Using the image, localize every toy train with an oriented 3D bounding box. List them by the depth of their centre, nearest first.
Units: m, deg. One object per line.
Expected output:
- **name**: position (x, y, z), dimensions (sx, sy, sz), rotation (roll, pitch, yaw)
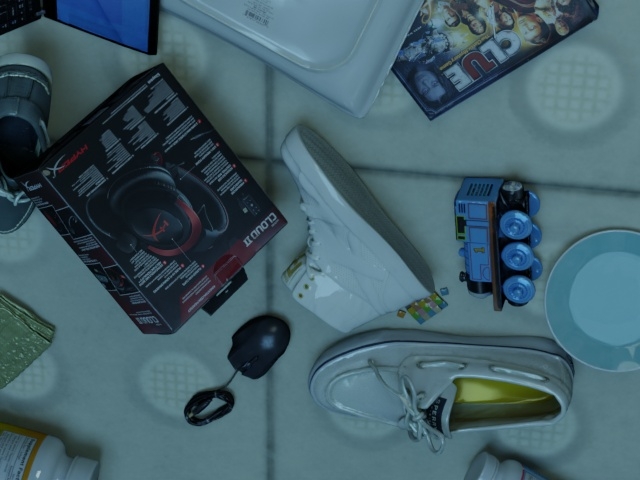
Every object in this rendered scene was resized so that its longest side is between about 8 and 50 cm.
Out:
- **toy train**: position (0.228, 0.004, 1.822), dimensions (0.105, 0.080, 0.184), rotation (4, 123, 19)

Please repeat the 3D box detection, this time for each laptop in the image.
- **laptop**: position (-0.337, -0.282, 1.666), dimensions (0.136, 0.264, 0.234), rotation (53, 156, 21)

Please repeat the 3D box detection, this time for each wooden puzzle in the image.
- **wooden puzzle**: position (0.138, 0.085, 1.924), dimensions (0.083, 0.006, 0.049), rotation (-36, 108, 26)

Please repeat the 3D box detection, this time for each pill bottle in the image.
- **pill bottle**: position (0.286, 0.367, 2.015), dimensions (0.160, 0.087, 0.087), rotation (30, 121, -7)
- **pill bottle**: position (-0.462, 0.346, 2.113), dimensions (0.246, 0.136, 0.136), rotation (15, 122, 2)

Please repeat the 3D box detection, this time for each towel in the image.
- **towel**: position (-0.464, 0.148, 2.062), dimensions (0.110, 0.027, 0.148), rotation (39, 118, -14)

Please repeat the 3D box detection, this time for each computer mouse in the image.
- **computer mouse**: position (-0.123, 0.193, 2.017), dimensions (0.071, 0.041, 0.242), rotation (33, 121, -10)

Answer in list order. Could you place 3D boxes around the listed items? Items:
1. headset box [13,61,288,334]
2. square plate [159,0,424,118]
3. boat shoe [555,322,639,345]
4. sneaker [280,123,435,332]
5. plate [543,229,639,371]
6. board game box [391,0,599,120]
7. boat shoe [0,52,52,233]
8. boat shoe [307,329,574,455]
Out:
- **headset box**: position (-0.200, -0.037, 1.776), dimensions (0.293, 0.218, 0.110), rotation (51, 155, -16)
- **square plate**: position (-0.033, -0.354, 1.646), dimensions (0.347, 0.049, 0.344), rotation (29, 119, 3)
- **boat shoe**: position (0.377, 0.125, 1.880), dimensions (0.133, 0.042, 0.049), rotation (-1, 111, 7)
- **sneaker**: position (0.000, 0.000, 1.842), dimensions (0.169, 0.108, 0.292), rotation (-30, 112, 21)
- **plate**: position (0.385, 0.077, 1.837), dimensions (0.188, 0.024, 0.188), rotation (1, 99, 8)
- **board game box**: position (0.184, -0.271, 1.686), dimensions (0.243, 0.042, 0.165), rotation (-31, 110, 25)
- **boat shoe**: position (-0.406, -0.099, 1.822), dimensions (0.116, 0.099, 0.319), rotation (7, 140, -15)
- **boat shoe**: position (0.156, 0.217, 1.910), dimensions (0.367, 0.156, 0.135), rotation (0, 120, 10)
